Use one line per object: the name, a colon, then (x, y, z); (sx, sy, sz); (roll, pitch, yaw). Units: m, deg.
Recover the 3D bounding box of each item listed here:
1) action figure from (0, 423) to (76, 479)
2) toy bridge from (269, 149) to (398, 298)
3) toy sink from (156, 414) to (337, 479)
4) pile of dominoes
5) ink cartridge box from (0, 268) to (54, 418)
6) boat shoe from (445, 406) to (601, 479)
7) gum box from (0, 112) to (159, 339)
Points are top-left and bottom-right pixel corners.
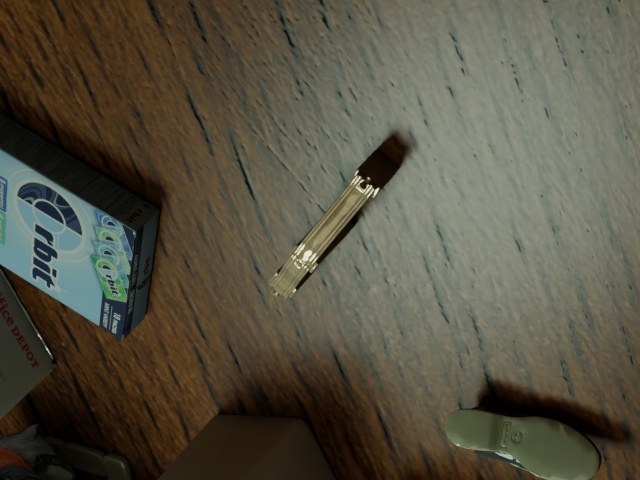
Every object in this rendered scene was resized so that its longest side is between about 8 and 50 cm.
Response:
action figure: (-0.299, 0.323, 1.761); (0.341, 0.330, 0.178); (-13, 132, 14)
toy bridge: (0.000, 0.000, 1.409); (0.026, 0.063, 0.188); (41, 140, 2)
toy sink: (-0.055, 0.303, 1.661); (0.131, 0.153, 0.234); (-2, 124, 41)
pile of dominoes: (-0.258, 0.316, 1.952); (0.196, 0.040, 0.251); (12, 123, 33)
ink cartridge box: (-0.378, 0.129, 1.742); (0.082, 0.191, 0.140); (-3, 122, 43)
boat shoe: (0.170, 0.167, 1.436); (0.137, 0.049, 0.043); (11, 174, 30)
gum box: (-0.240, -0.012, 1.617); (0.184, 0.041, 0.157); (31, 139, 16)
